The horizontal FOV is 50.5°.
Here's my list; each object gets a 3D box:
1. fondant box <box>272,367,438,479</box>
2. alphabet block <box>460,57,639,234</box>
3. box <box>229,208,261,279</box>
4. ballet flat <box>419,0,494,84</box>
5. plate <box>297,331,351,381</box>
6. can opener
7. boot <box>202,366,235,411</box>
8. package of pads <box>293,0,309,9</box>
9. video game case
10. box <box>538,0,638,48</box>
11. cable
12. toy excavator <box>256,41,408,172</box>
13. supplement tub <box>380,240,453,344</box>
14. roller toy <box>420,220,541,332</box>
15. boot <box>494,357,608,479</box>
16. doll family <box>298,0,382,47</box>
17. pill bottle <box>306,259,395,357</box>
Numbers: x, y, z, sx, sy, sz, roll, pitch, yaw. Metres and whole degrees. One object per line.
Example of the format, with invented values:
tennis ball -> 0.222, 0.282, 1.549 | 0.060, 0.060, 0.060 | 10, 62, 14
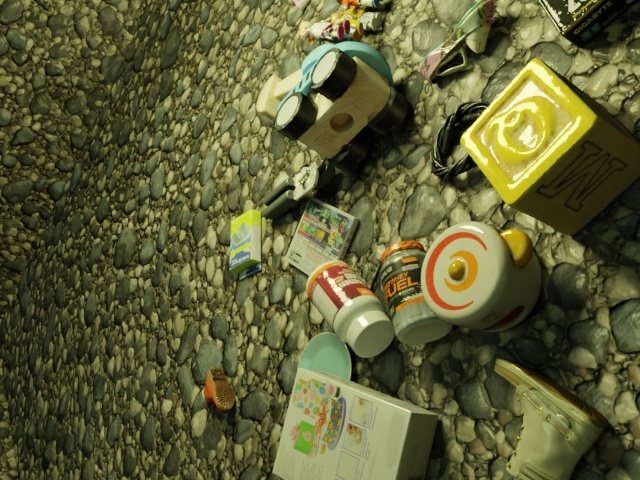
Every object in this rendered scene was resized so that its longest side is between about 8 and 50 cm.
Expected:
fondant box -> 0.062, 0.420, 1.391 | 0.330, 0.096, 0.238 | 10, 85, 46
alphabet block -> 0.396, -0.153, 1.149 | 0.193, 0.197, 0.192 | -50, 44, 25
box -> -0.215, 0.012, 1.946 | 0.109, 0.042, 0.178 | -26, 56, 43
ballet flat -> 0.306, -0.420, 1.471 | 0.221, 0.077, 0.079 | -41, 66, 40
plate -> 0.013, 0.307, 1.572 | 0.188, 0.024, 0.188 | -22, 60, 45
can opener -> -0.064, -0.124, 1.794 | 0.280, 0.093, 0.074 | -29, 53, 51
boot -> -0.283, 0.428, 1.861 | 0.084, 0.059, 0.158 | -63, 31, 17
package of pads -> -0.045, -0.741, 2.039 | 0.083, 0.032, 0.050 | -49, 43, 26
video game case -> 0.000, 0.000, 1.708 | 0.201, 0.023, 0.183 | 30, 100, 52
box -> 0.533, -0.552, 1.236 | 0.322, 0.079, 0.257 | -41, 50, 33
cable -> 0.291, -0.208, 1.418 | 0.184, 0.047, 0.150 | -42, 47, 33
toy excavator -> -0.006, -0.375, 1.749 | 0.433, 0.222, 0.445 | -42, 34, 33
supplement tub -> 0.188, 0.103, 1.365 | 0.117, 0.117, 0.190 | -39, 49, 35
roller toy -> 0.288, 0.067, 1.235 | 0.209, 0.146, 0.191 | 12, 86, 51
boot -> 0.347, 0.307, 1.129 | 0.213, 0.077, 0.165 | 35, 106, 47
doll family -> 0.050, -0.549, 1.748 | 0.163, 0.118, 0.263 | 16, 50, 37
pill bottle -> 0.065, 0.149, 1.491 | 0.121, 0.121, 0.221 | -59, 40, 16
